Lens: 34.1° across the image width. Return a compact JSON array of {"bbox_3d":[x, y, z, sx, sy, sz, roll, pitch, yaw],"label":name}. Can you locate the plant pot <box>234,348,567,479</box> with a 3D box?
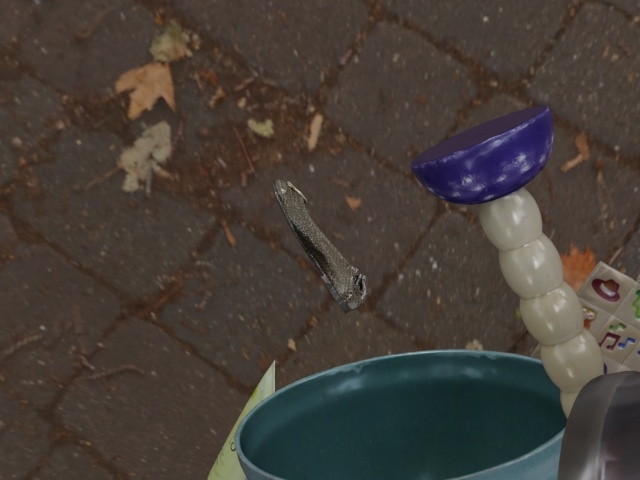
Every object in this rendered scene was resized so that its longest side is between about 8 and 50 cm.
[{"bbox_3d":[0.087,0.234,0.897,0.293,0.293,0.196,-8,103,3],"label":"plant pot"}]

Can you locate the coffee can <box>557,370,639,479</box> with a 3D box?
[{"bbox_3d":[0.242,0.115,0.328,0.275,0.201,0.201,-18,69,29],"label":"coffee can"}]

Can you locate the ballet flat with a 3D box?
[{"bbox_3d":[0.000,0.000,1.567,0.058,0.084,0.250,-32,62,1],"label":"ballet flat"}]

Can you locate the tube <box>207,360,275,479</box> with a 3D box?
[{"bbox_3d":[-0.111,0.298,1.610,0.062,0.240,0.070,-15,50,-45],"label":"tube"}]

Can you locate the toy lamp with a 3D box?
[{"bbox_3d":[0.130,0.073,0.512,0.080,0.080,0.275,-23,99,-2],"label":"toy lamp"}]

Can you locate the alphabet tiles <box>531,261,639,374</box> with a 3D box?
[{"bbox_3d":[0.335,0.121,1.014,0.237,0.009,0.198,28,111,-9],"label":"alphabet tiles"}]
